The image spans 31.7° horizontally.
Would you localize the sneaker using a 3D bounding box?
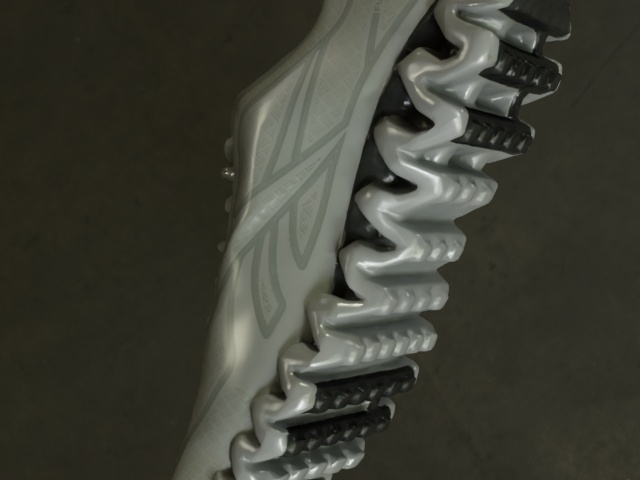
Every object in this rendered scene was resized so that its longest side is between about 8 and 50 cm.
[{"bbox_3d":[0.000,0.000,0.509,0.118,0.110,0.292,29,98,26],"label":"sneaker"}]
